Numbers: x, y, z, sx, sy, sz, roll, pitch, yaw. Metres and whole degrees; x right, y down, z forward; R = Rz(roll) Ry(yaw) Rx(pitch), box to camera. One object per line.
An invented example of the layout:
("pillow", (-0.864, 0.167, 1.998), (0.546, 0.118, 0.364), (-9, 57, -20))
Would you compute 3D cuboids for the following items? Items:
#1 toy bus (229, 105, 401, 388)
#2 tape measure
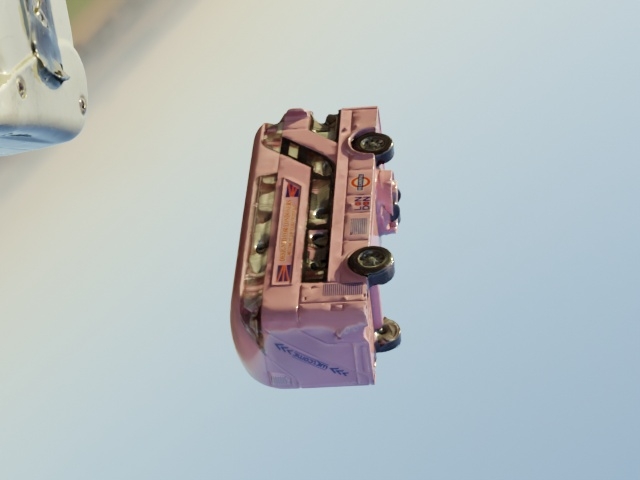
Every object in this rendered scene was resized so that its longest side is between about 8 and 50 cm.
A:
("toy bus", (0.000, 0.000, 1.068), (0.090, 0.063, 0.203), (-3, -144, 7))
("tape measure", (-0.322, -0.193, 1.869), (0.130, 0.265, 0.258), (-10, 179, 15))
